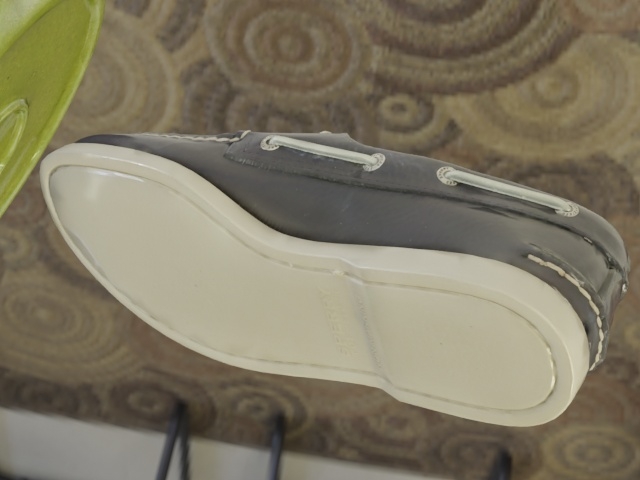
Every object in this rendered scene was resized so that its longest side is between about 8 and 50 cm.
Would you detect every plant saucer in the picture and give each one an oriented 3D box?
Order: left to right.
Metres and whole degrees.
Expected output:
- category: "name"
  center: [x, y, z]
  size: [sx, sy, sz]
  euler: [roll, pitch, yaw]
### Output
- category: "plant saucer"
  center: [-0.156, -0.039, 0.589]
  size: [0.037, 0.241, 0.241]
  euler: [33, 139, 0]

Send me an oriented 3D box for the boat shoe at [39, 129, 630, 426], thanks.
- category: "boat shoe"
  center: [0.000, 0.000, 0.450]
  size: [0.206, 0.065, 0.075]
  euler: [16, 133, 31]
